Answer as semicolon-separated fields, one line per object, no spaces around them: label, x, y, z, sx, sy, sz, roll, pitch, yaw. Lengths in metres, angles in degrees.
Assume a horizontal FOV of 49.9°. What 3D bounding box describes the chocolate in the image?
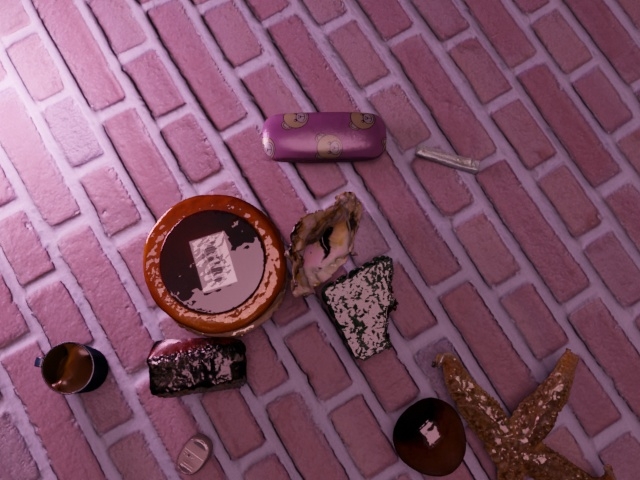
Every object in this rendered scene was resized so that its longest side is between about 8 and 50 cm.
chocolate;0.254;0.452;1.567;0.176;0.177;0.177;0;78;-2

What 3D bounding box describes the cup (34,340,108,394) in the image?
cup;-0.568;0.282;1.574;0.150;0.138;0.113;38;79;6

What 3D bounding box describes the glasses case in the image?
glasses case;0.010;-0.261;1.744;0.316;0.076;0.123;-2;78;-2

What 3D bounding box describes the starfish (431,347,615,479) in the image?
starfish;0.479;0.414;1.576;0.323;0.082;0.432;-22;85;5

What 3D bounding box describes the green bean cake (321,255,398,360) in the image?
green bean cake;0.121;0.164;1.641;0.193;0.107;0.208;-25;81;-9

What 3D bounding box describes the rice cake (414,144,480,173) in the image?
rice cake;0.327;-0.209;1.768;0.170;0.029;0.033;17;74;2

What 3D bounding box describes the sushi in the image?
sushi;-0.282;0.293;1.583;0.225;0.136;0.126;-2;73;0

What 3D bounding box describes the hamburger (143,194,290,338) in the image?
hamburger;-0.233;0.063;1.578;0.329;0.250;0.330;0;77;1

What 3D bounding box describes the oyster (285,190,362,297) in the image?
oyster;-0.002;0.002;1.608;0.107;0.354;0.201;8;114;30

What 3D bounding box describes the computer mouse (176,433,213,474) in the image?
computer mouse;-0.289;0.492;1.589;0.066;0.039;0.096;34;86;6
